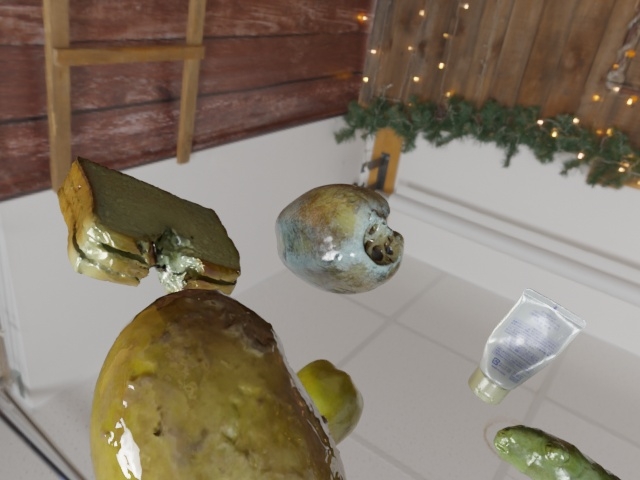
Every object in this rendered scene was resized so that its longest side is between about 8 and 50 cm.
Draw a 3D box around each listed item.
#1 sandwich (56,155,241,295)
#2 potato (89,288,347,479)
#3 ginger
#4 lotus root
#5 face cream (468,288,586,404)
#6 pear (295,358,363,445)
[{"bbox_3d":[-0.270,-0.007,0.852,0.273,0.095,0.249,23,-163,-39],"label":"sandwich"},{"bbox_3d":[-0.100,0.176,0.484,0.229,0.266,0.229,-16,179,0],"label":"potato"},{"bbox_3d":[0.391,0.376,0.804,0.290,0.089,0.137,38,167,-20],"label":"ginger"},{"bbox_3d":[0.000,0.000,0.797,0.140,0.158,0.322,-36,-164,-22],"label":"lotus root"},{"bbox_3d":[0.356,0.195,0.930,0.114,0.224,0.070,32,-154,9],"label":"face cream"},{"bbox_3d":[-0.002,0.382,1.204,0.200,0.200,0.200,7,-152,-4],"label":"pear"}]
